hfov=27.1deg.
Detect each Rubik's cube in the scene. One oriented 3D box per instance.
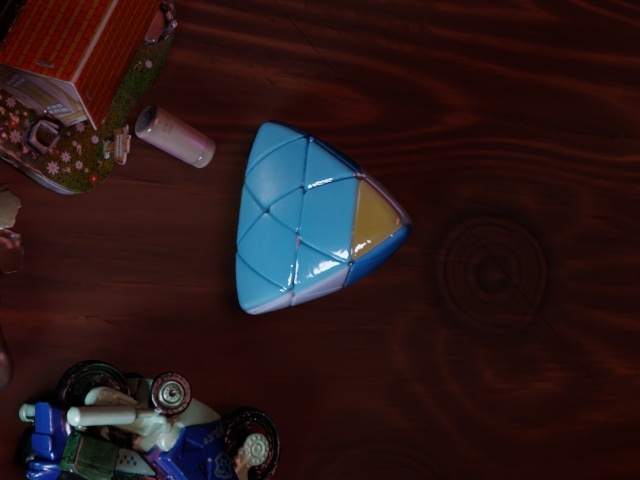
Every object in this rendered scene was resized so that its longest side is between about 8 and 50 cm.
[{"bbox_3d":[0.000,0.000,1.600,0.254,0.254,0.254,4,83,-38],"label":"Rubik's cube"}]

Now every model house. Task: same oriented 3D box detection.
[{"bbox_3d":[-0.246,-0.214,1.471,0.207,0.154,0.294,35,65,-28],"label":"model house"}]

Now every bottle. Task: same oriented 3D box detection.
[{"bbox_3d":[-0.172,-0.123,1.588,0.096,0.045,0.045,29,68,-33],"label":"bottle"}]

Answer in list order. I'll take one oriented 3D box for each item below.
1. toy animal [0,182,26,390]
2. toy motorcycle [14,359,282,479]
[{"bbox_3d":[-0.371,0.061,1.396,0.186,0.094,0.214,-26,109,-32],"label":"toy animal"},{"bbox_3d":[-0.182,0.253,1.500,0.331,0.125,0.196,24,71,-38],"label":"toy motorcycle"}]
